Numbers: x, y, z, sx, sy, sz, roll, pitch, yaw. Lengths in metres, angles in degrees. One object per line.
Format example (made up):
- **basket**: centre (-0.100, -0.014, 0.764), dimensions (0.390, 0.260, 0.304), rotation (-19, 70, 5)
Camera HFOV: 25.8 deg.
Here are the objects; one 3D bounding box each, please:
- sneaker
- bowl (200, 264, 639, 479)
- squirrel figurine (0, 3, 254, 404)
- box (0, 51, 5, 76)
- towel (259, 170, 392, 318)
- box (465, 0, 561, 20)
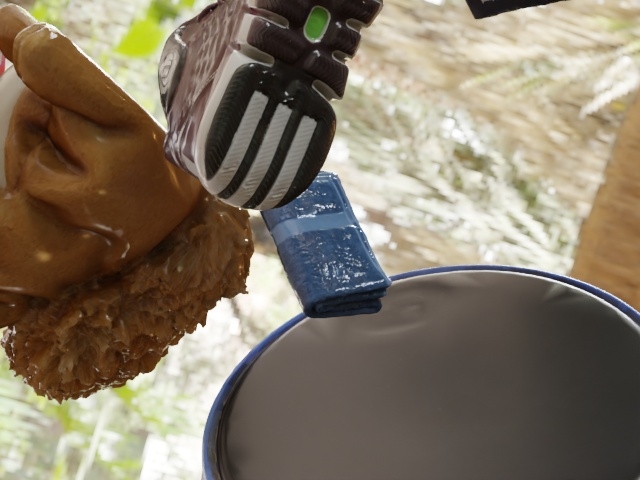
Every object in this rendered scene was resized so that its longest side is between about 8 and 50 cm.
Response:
- **sneaker**: centre (-0.029, -0.161, 0.864), dimensions (0.162, 0.106, 0.281), rotation (18, -101, 59)
- **bowl**: centre (0.096, 0.151, 1.060), dimensions (0.391, 0.391, 0.077), rotation (-86, 166, -55)
- **squirrel figurine**: centre (-0.281, 0.025, 1.330), dimensions (0.370, 0.397, 0.281), rotation (-49, -151, -3)
- **box**: centre (-0.492, -0.154, 1.429), dimensions (0.154, 0.300, 0.142), rotation (9, -85, 44)
- **towel**: centre (0.000, 0.000, 0.980), dimensions (0.029, 0.067, 0.119), rotation (109, -34, -47)
- **box**: centre (0.211, -0.379, 1.080), dimensions (0.313, 0.343, 0.179), rotation (-4, -140, 39)
